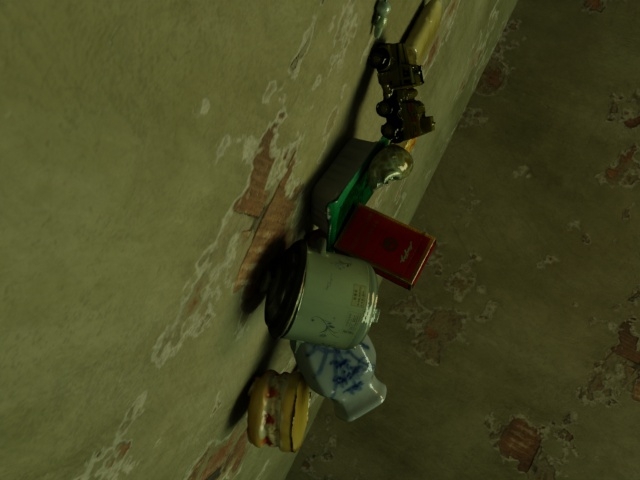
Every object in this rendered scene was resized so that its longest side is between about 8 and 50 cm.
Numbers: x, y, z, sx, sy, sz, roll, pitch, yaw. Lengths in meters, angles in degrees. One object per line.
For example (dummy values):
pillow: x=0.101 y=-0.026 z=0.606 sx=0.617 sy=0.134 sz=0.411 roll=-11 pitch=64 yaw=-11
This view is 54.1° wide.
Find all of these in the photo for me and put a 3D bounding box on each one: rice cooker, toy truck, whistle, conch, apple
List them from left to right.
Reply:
rice cooker: x=-0.013 y=0.144 z=1.616 sx=0.316 sy=0.317 sz=0.264 roll=-65 pitch=-164 yaw=4
apple: x=0.000 y=0.000 z=1.821 sx=0.084 sy=0.084 sz=0.071 roll=46 pitch=34 yaw=-76
whistle: x=0.143 y=-0.526 z=1.480 sx=0.035 sy=0.035 sz=0.100 roll=-52 pitch=164 yaw=-39
conch: x=0.182 y=-0.198 z=1.654 sx=0.173 sy=0.106 sz=0.116 roll=-39 pitch=169 yaw=-24
toy truck: x=0.210 y=-0.388 z=1.628 sx=0.127 sy=0.127 sz=0.257 roll=-30 pitch=108 yaw=-59

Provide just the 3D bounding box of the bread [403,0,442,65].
bread: x=0.297 y=-0.604 z=1.848 sx=0.178 sy=0.060 sz=0.139 roll=-61 pitch=167 yaw=-12

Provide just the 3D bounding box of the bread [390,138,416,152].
bread: x=0.318 y=-0.382 z=2.320 sx=0.188 sy=0.068 sz=0.125 roll=-64 pitch=166 yaw=1

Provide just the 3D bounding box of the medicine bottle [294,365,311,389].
medicine bottle: x=0.007 y=0.494 z=2.610 sx=0.254 sy=0.152 sz=0.152 roll=-59 pitch=166 yaw=-16

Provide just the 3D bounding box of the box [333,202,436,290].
box: x=0.176 y=0.015 z=1.713 sx=0.153 sy=0.240 sz=0.074 roll=-59 pitch=163 yaw=-18

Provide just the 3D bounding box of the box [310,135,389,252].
box: x=0.068 y=-0.152 z=1.744 sx=0.336 sy=0.106 sz=0.264 roll=-56 pitch=165 yaw=-31

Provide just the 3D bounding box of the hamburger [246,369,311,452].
hamburger: x=-0.140 y=0.536 z=2.047 sx=0.302 sy=0.187 sz=0.260 roll=-60 pitch=154 yaw=-61

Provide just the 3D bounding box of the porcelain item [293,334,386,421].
porcelain item: x=0.045 y=0.358 z=1.969 sx=0.243 sy=0.405 sz=0.178 roll=-29 pitch=-162 yaw=-3
